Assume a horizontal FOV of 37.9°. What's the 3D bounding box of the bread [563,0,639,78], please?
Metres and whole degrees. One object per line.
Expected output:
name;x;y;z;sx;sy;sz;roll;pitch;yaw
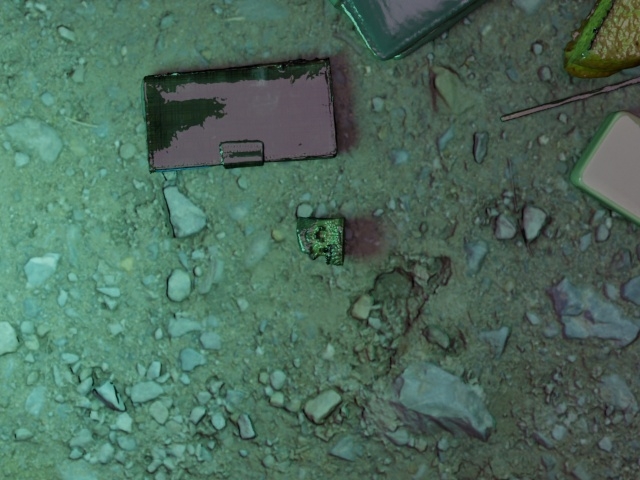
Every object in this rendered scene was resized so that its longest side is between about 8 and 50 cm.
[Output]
bread;0.490;-0.354;1.429;0.134;0.129;0.260;24;97;-5

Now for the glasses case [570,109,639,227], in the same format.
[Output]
glasses case;0.571;-0.064;1.468;0.336;0.076;0.144;33;95;1

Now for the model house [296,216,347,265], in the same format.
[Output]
model house;0.000;0.000;1.524;0.083;0.066;0.079;2;93;6

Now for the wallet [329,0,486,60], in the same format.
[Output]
wallet;0.094;-0.477;1.460;0.252;0.083;0.360;-35;95;13

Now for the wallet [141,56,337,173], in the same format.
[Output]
wallet;-0.134;-0.203;1.531;0.317;0.044;0.169;-5;90;3

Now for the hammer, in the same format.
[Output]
hammer;0.431;-0.237;1.494;0.292;0.029;0.058;-15;91;7
